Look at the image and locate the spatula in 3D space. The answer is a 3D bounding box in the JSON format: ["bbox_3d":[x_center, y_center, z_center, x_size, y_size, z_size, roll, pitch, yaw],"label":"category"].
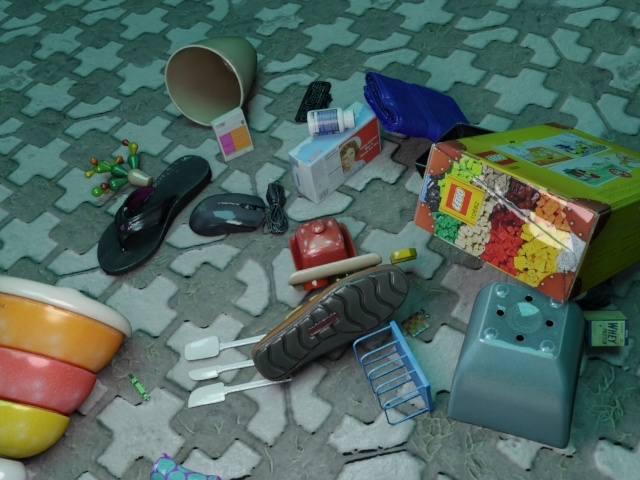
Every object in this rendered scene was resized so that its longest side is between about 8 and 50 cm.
[{"bbox_3d":[-0.191,0.283,1.609,0.242,0.019,0.168,-13,48,0],"label":"spatula"}]

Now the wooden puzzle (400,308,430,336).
[{"bbox_3d":[0.220,0.193,1.614,0.083,0.006,0.049,-30,52,-15],"label":"wooden puzzle"}]

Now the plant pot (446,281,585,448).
[{"bbox_3d":[0.396,0.222,1.396,0.247,0.252,0.247,11,54,20],"label":"plant pot"}]

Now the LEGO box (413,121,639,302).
[{"bbox_3d":[0.512,-0.091,1.519,0.500,0.193,0.372,-16,36,-42],"label":"LEGO box"}]

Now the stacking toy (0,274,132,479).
[{"bbox_3d":[-0.645,0.340,1.515,0.350,0.350,0.480,9,70,18],"label":"stacking toy"}]

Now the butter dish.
[{"bbox_3d":[0.000,0.000,1.745,0.159,0.118,0.160,-16,50,-2],"label":"butter dish"}]

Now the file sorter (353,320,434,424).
[{"bbox_3d":[0.153,0.284,1.481,0.104,0.118,0.170,-24,50,-5],"label":"file sorter"}]

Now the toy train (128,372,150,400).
[{"bbox_3d":[-0.416,0.335,1.604,0.017,0.024,0.083,-36,53,-19],"label":"toy train"}]

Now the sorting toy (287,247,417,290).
[{"bbox_3d":[0.081,0.072,1.617,0.307,0.229,0.041,-14,81,-1],"label":"sorting toy"}]

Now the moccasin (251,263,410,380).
[{"bbox_3d":[0.025,0.174,1.540,0.380,0.139,0.147,-39,6,7],"label":"moccasin"}]

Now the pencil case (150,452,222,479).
[{"bbox_3d":[-0.271,0.489,1.421,0.151,0.064,0.070,14,70,20],"label":"pencil case"}]

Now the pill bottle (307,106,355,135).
[{"bbox_3d":[0.029,-0.313,1.834,0.120,0.067,0.067,-6,50,7],"label":"pill bottle"}]

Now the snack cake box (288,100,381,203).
[{"bbox_3d":[0.045,-0.242,1.917,0.264,0.152,0.089,-40,54,-22],"label":"snack cake box"}]

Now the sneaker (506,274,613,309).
[{"bbox_3d":[0.548,0.104,1.581,0.163,0.086,0.226,4,1,-31],"label":"sneaker"}]

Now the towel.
[{"bbox_3d":[0.271,-0.343,1.923,0.308,0.076,0.228,8,45,-32],"label":"towel"}]

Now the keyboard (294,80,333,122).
[{"bbox_3d":[-0.012,-0.439,2.170,0.100,0.038,0.192,6,53,15],"label":"keyboard"}]

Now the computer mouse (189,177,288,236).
[{"bbox_3d":[-0.229,-0.086,1.891,0.272,0.072,0.188,-9,50,3],"label":"computer mouse"}]

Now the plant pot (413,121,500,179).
[{"bbox_3d":[0.376,-0.162,1.764,0.188,0.167,0.187,-40,41,-23],"label":"plant pot"}]

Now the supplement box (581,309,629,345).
[{"bbox_3d":[0.603,0.185,1.490,0.083,0.056,0.083,-2,10,9],"label":"supplement box"}]

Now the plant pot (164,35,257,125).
[{"bbox_3d":[-0.308,-0.533,2.191,0.256,0.256,0.274,8,37,17],"label":"plant pot"}]

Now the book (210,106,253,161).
[{"bbox_3d":[-0.256,-0.305,2.031,0.096,0.144,0.035,-31,52,-15],"label":"book"}]

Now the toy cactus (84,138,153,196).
[{"bbox_3d":[-0.574,-0.208,2.051,0.180,0.112,0.219,20,48,13],"label":"toy cactus"}]

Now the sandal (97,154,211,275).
[{"bbox_3d":[-0.470,-0.096,1.921,0.167,0.107,0.446,17,56,23],"label":"sandal"}]
